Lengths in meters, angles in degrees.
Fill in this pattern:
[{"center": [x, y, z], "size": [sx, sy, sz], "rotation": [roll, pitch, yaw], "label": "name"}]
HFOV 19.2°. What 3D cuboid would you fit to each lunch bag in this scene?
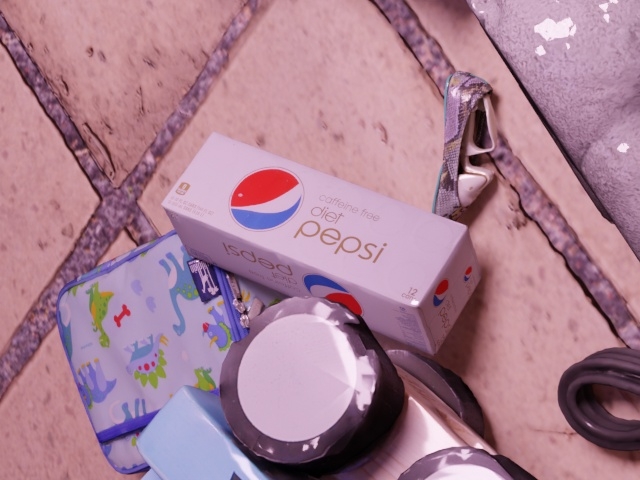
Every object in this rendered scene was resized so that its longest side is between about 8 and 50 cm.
[{"center": [-0.105, 0.085, 1.476], "size": [0.219, 0.090, 0.176], "rotation": [-21, 86, 45], "label": "lunch bag"}]

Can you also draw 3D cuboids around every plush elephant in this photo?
[{"center": [0.224, -0.143, 1.030], "size": [0.255, 0.272, 0.330], "rotation": [-34, 110, 7], "label": "plush elephant"}]

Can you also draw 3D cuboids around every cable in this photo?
[{"center": [0.272, 0.087, 1.158], "size": [0.139, 0.072, 0.287], "rotation": [56, 145, -2], "label": "cable"}]

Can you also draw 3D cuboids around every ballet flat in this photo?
[{"center": [0.100, -0.057, 1.286], "size": [0.041, 0.041, 0.114], "rotation": [20, 113, 40], "label": "ballet flat"}]

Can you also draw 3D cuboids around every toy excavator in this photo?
[{"center": [-0.086, 0.236, 1.248], "size": [0.433, 0.222, 0.445], "rotation": [42, 93, 27], "label": "toy excavator"}]

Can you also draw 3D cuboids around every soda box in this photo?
[{"center": [0.000, 0.000, 1.323], "size": [0.216, 0.074, 0.069], "rotation": [22, 155, 26], "label": "soda box"}]
